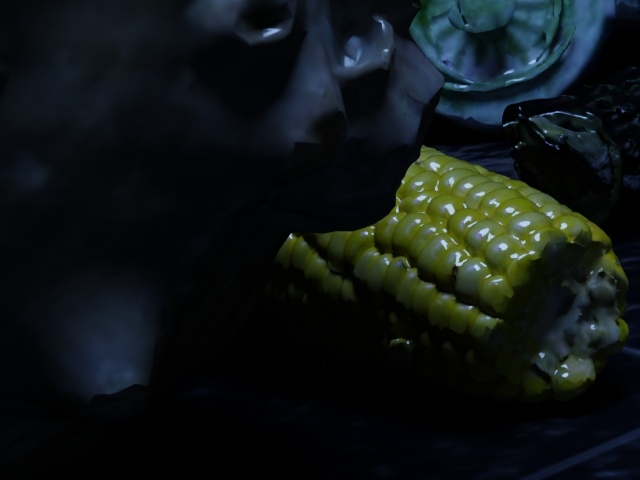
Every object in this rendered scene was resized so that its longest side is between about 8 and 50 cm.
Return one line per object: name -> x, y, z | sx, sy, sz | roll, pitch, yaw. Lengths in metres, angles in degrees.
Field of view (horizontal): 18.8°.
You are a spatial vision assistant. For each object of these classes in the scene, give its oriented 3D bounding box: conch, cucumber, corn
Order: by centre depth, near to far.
conch -> -0.112, -0.020, 0.428 | 0.297, 0.210, 0.352 | -30, -25, -4
corn -> 0.000, 0.000, 0.543 | 0.067, 0.067, 0.206 | -18, 21, -33
cucumber -> 0.127, -0.042, 0.664 | 0.181, 0.053, 0.053 | -20, 19, -41

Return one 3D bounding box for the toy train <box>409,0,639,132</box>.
toy train -> 0.128, -0.181, 0.802 | 0.307, 0.248, 0.173 | -6, 13, 9
